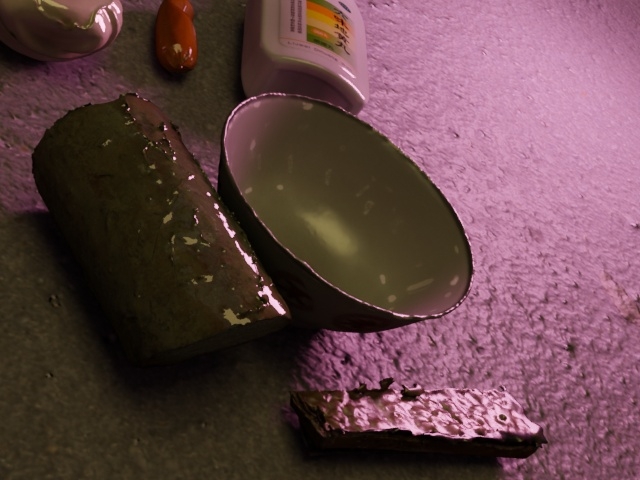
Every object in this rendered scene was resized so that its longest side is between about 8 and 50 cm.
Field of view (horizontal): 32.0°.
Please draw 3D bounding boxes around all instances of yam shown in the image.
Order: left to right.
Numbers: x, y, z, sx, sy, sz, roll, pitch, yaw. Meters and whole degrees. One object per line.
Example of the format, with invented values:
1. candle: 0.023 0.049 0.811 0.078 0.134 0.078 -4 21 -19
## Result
1. yam: -0.166 0.006 1.145 0.168 0.168 0.304 -8 55 -44

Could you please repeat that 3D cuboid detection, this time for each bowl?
1. bowl: 0.000 0.000 1.292 0.337 0.157 0.337 25 37 -20

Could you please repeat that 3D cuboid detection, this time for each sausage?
1. sausage: -0.200 -0.285 1.535 0.062 0.054 0.183 51 20 -41

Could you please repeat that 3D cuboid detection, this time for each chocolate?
1. chocolate: 0.111 0.207 1.245 0.329 0.065 0.102 8 31 -35

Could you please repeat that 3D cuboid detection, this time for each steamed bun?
1. steamed bun: -0.338 -0.289 1.381 0.183 0.106 0.183 23 34 -17

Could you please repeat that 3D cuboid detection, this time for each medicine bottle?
1. medicine bottle: -0.022 -0.298 1.640 0.179 0.124 0.324 23 37 -19
